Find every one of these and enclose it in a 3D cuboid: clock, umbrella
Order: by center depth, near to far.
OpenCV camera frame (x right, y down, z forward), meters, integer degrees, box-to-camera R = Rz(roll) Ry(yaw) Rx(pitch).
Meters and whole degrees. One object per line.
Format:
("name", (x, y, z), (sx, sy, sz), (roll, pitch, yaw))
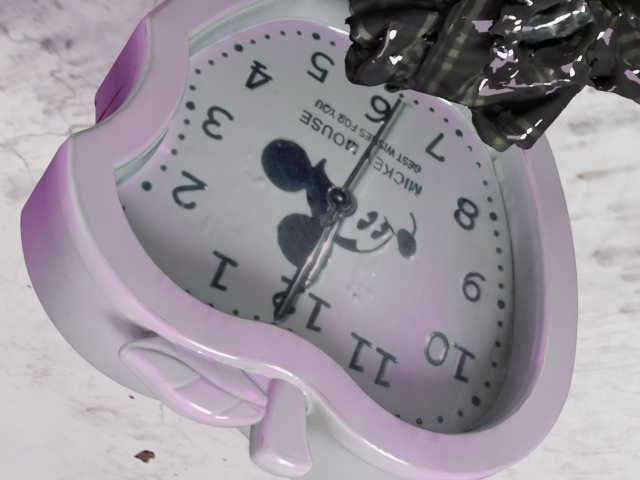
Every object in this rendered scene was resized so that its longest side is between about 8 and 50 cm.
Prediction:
("umbrella", (0.179, -0.107, 0.704), (0.337, 0.128, 0.154), (9, 169, -6))
("clock", (0.000, 0.000, 0.751), (0.339, 0.338, 0.102), (33, 144, -14))
